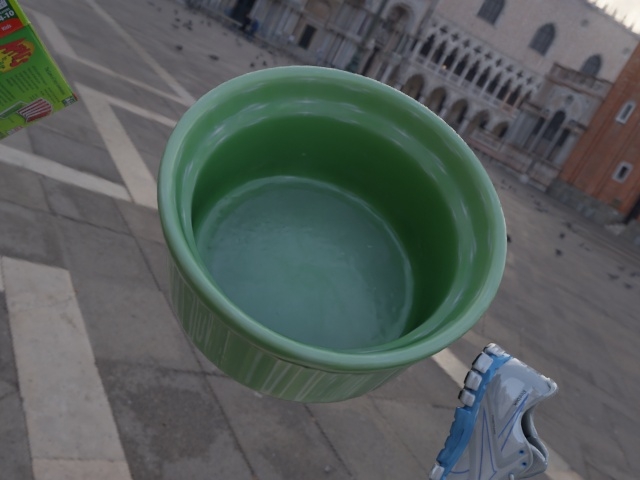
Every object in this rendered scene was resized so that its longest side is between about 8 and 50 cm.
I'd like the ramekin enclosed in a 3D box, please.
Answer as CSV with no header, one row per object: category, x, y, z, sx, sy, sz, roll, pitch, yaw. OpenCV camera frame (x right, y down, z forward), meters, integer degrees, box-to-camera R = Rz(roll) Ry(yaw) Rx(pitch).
ramekin,0.000,0.000,0.618,0.304,0.148,0.303,8,57,-13

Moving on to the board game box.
board game box,-0.249,-0.126,0.501,0.043,0.092,0.181,59,-11,-2

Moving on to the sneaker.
sneaker,0.142,0.189,0.560,0.083,0.190,0.071,22,8,27
